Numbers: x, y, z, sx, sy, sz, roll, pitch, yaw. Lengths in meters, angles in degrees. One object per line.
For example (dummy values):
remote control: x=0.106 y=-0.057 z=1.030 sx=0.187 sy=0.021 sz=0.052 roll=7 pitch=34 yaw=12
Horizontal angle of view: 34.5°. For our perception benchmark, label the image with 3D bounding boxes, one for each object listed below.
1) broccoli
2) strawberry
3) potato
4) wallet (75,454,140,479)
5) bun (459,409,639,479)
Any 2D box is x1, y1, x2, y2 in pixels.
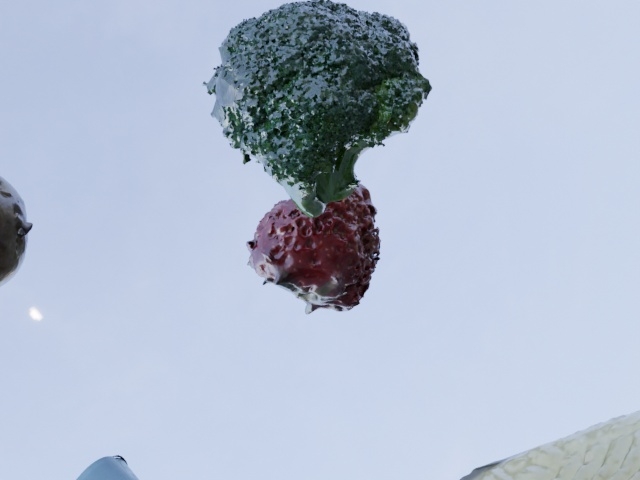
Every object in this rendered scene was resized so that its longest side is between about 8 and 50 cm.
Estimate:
broccoli: x=-0.002 y=-0.158 z=1.206 sx=0.245 sy=0.265 sz=0.294 roll=83 pitch=-161 yaw=-47
strawberry: x=0.000 y=0.000 z=1.460 sx=0.201 sy=0.187 sz=0.184 roll=-62 pitch=8 yaw=-6
potato: x=-0.307 y=0.006 z=0.925 sx=0.100 sy=0.089 sz=0.172 roll=64 pitch=-156 yaw=-22
wallet: x=-0.222 y=0.366 z=1.134 sx=0.176 sy=0.250 sz=0.075 roll=-50 pitch=-49 yaw=-10
bun: x=0.161 y=0.248 z=0.552 sx=0.364 sy=0.202 sz=0.364 roll=-33 pitch=4 yaw=2
